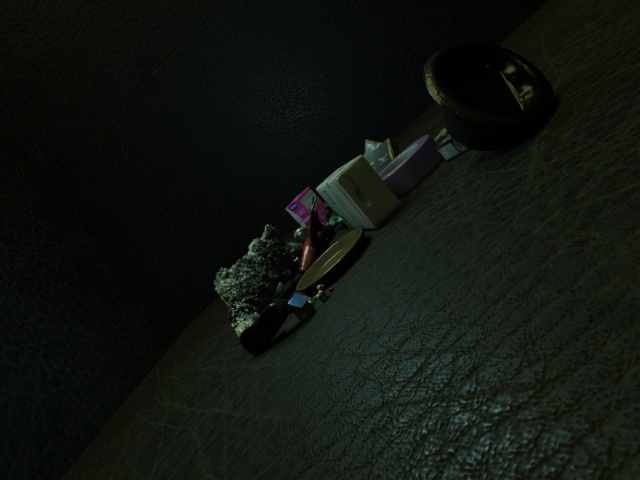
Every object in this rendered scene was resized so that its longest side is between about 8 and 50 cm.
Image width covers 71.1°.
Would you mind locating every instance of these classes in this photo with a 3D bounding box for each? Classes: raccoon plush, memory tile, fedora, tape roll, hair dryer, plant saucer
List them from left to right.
[{"bbox_3d":[-0.171,0.144,1.539,0.299,0.216,0.446,-47,37,2],"label":"raccoon plush"},{"bbox_3d":[-0.037,-0.016,1.644,0.223,0.079,0.294,3,-84,-70],"label":"hair dryer"},{"bbox_3d":[0.036,0.068,1.389,0.277,0.041,0.278,-41,8,7],"label":"plant saucer"},{"bbox_3d":[0.299,-0.247,1.581,0.274,0.090,0.275,-41,8,7],"label":"tape roll"},{"bbox_3d":[0.539,-0.468,1.846,0.148,0.012,0.113,-36,10,45],"label":"memory tile"},{"bbox_3d":[0.391,-0.336,1.101,0.334,0.333,0.153,-48,-22,-31],"label":"fedora"}]

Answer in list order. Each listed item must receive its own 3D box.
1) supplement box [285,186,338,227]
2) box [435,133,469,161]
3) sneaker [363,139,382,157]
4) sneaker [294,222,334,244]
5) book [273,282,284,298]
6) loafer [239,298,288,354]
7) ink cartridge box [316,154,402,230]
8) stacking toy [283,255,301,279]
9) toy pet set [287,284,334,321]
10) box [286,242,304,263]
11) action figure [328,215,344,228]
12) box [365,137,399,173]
[{"bbox_3d":[-0.035,-0.119,2.075,0.111,0.220,0.114,-34,12,51],"label":"supplement box"},{"bbox_3d":[0.496,-0.364,1.331,0.216,0.060,0.270,-46,9,-28],"label":"box"},{"bbox_3d":[0.235,-0.365,2.180,0.105,0.115,0.282,-41,-25,-47],"label":"sneaker"},{"bbox_3d":[0.000,0.000,1.854,0.221,0.118,0.083,-11,-39,-46],"label":"sneaker"},{"bbox_3d":[-0.209,0.227,1.797,0.144,0.035,0.096,-42,5,2],"label":"book"},{"bbox_3d":[-0.144,0.238,1.233,0.220,0.080,0.078,-47,-6,34],"label":"loafer"},{"bbox_3d":[0.121,-0.147,1.496,0.121,0.211,0.289,-42,9,-9],"label":"ink cartridge box"},{"bbox_3d":[-0.140,0.122,1.809,0.166,0.052,0.221,-35,3,6],"label":"stacking toy"},{"bbox_3d":[-0.043,0.158,1.204,0.122,0.065,0.114,-36,10,45],"label":"toy pet set"},{"bbox_3d":[-0.195,0.120,1.930,0.293,0.057,0.200,-40,-16,17],"label":"box"},{"bbox_3d":[0.103,-0.098,1.855,0.137,0.063,0.232,-41,4,1],"label":"action figure"},{"bbox_3d":[0.235,-0.284,1.868,0.232,0.059,0.184,-36,46,36],"label":"box"}]
